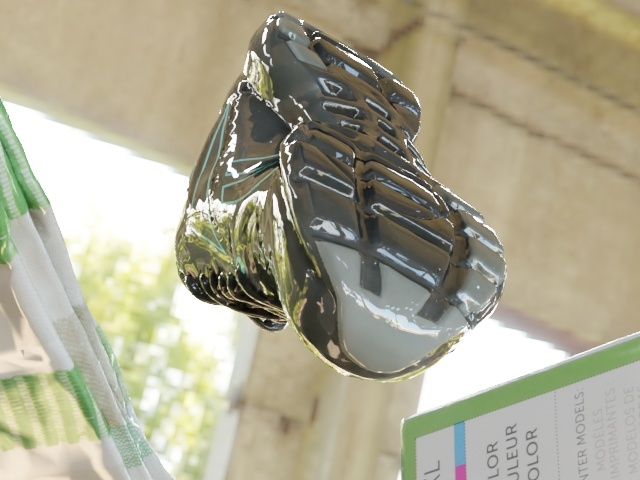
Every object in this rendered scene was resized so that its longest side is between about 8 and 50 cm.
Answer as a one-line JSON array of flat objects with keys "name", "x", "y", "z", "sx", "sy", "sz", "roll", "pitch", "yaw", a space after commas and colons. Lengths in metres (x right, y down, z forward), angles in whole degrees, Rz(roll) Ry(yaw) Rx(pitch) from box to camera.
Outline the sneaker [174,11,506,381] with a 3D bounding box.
[{"name": "sneaker", "x": 0.000, "y": 0.000, "z": 0.784, "sx": 0.101, "sy": 0.106, "sz": 0.267, "roll": 31, "pitch": 16, "yaw": -16}]

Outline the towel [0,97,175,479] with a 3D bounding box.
[{"name": "towel", "x": -0.185, "y": 0.038, "z": 0.674, "sx": 0.248, "sy": 0.038, "sz": 0.325, "roll": -8, "pitch": -49, "yaw": 14}]

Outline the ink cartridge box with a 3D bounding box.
[{"name": "ink cartridge box", "x": 0.095, "y": 0.083, "z": 0.592, "sx": 0.209, "sy": 0.062, "sz": 0.109, "roll": -26, "pitch": -39, "yaw": 37}]
